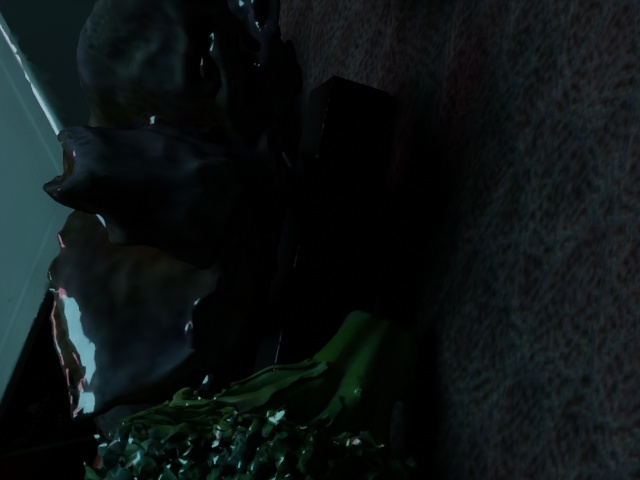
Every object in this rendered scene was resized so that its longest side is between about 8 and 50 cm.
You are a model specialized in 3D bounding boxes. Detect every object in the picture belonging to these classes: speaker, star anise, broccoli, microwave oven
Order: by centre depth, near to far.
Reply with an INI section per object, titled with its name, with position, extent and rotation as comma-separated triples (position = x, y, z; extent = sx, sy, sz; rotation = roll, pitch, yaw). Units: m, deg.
[broccoli]
position = -0.002, 0.117, 0.807
extent = 0.220, 0.194, 0.194
rotation = 91, 176, -45
[star anise]
position = -0.072, -0.033, 0.893
extent = 0.331, 0.117, 0.332
rotation = 7, -90, -80
[speaker]
position = 0.000, 0.000, 0.998
extent = 0.046, 0.040, 0.191
rotation = 159, 124, -69
[microwave oven]
position = -0.172, -0.018, 1.206
extent = 0.237, 0.181, 0.295
rotation = 57, 137, 29

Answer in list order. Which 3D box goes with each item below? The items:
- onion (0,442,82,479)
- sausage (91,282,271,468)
[onion]
position = -0.342, 0.177, 1.497
extent = 0.276, 0.276, 0.276
rotation = -165, 90, -71
[sausage]
position = -0.100, 0.137, 1.101
extent = 0.083, 0.089, 0.300
rotation = 32, 107, 40
